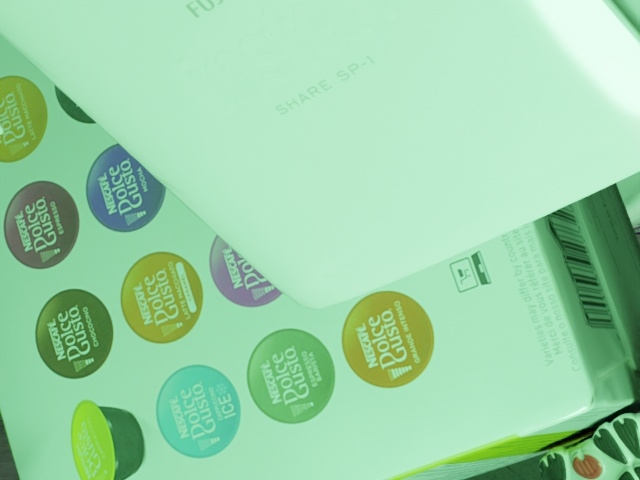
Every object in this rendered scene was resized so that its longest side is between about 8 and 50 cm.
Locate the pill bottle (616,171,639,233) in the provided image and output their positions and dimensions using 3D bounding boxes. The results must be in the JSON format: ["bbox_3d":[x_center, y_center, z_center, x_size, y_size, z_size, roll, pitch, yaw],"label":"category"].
[{"bbox_3d":[0.303,-0.087,1.467,0.169,0.169,0.301,-25,165,31],"label":"pill bottle"}]

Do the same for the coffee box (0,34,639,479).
[{"bbox_3d":[0.000,0.000,1.029,0.334,0.338,0.338,-22,168,18],"label":"coffee box"}]

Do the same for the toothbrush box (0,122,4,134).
[{"bbox_3d":[-0.276,-0.106,0.689,0.206,0.122,0.283,-17,169,-2],"label":"toothbrush box"}]

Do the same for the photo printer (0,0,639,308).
[{"bbox_3d":[-0.012,-0.126,0.666,0.256,0.107,0.307,-25,122,38],"label":"photo printer"}]

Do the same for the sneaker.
[{"bbox_3d":[0.191,0.120,0.940,0.071,0.068,0.170,-31,-178,-26],"label":"sneaker"}]
